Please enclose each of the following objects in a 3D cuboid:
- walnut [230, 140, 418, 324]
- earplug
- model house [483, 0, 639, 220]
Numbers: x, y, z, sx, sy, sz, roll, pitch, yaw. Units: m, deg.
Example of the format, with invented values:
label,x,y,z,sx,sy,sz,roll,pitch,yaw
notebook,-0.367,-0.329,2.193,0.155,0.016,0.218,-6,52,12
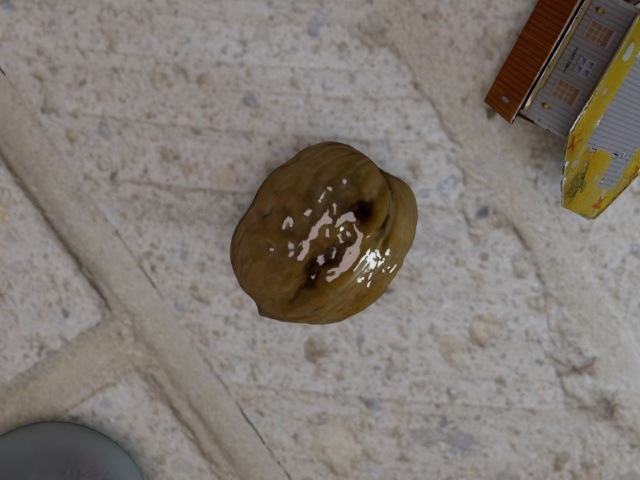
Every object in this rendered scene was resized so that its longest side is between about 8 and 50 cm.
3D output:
label,x,y,z,sx,sy,sz,roll,pitch,yaw
walnut,0.000,0.000,1.012,0.155,0.155,0.184,38,93,-7
earplug,-0.285,0.319,1.009,0.214,0.325,0.175,15,136,5
model house,0.239,-0.146,1.009,0.136,0.207,0.219,39,111,30
